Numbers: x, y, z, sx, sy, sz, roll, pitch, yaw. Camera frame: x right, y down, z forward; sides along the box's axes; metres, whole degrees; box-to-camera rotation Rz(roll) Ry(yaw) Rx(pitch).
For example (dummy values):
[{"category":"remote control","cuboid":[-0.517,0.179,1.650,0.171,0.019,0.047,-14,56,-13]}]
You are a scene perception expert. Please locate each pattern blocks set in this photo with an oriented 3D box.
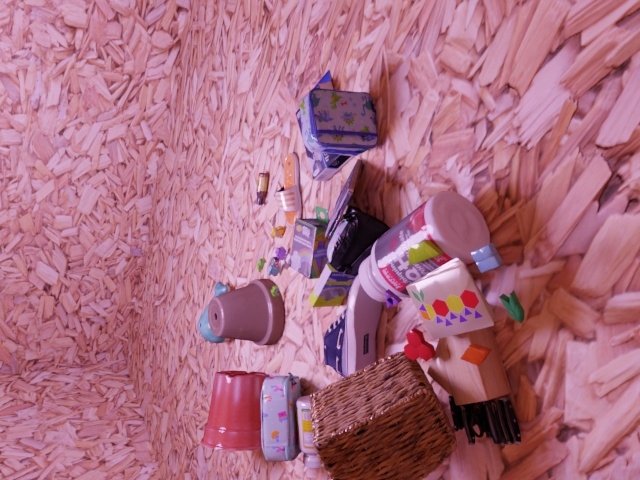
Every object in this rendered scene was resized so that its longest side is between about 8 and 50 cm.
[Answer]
[{"category":"pattern blocks set","cuboid":[0.272,0.132,1.101,0.325,0.026,0.285,-17,95,48]}]

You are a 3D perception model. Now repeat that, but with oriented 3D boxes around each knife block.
[{"category":"knife block","cuboid":[0.362,0.307,1.140,0.242,0.088,0.275,38,121,48]}]

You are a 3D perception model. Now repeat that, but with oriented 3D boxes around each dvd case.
[{"category":"dvd case","cuboid":[0.067,-0.125,1.500,0.221,0.018,0.164,-72,8,-55]}]

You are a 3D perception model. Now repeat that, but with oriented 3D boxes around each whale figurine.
[{"category":"whale figurine","cuboid":[-0.467,0.324,2.293,0.216,0.141,0.271,19,106,54]}]

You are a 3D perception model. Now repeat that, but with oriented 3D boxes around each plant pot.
[{"category":"plant pot","cuboid":[-0.317,0.649,2.003,0.273,0.273,0.264,-10,74,55]},{"category":"plant pot","cuboid":[-0.299,0.285,1.974,0.263,0.230,0.262,5,96,55]}]

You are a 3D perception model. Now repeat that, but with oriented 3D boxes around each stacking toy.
[{"category":"stacking toy","cuboid":[-0.159,0.080,1.915,0.167,0.052,0.221,56,131,41]}]

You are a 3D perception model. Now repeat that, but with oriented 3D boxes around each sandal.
[{"category":"sandal","cuboid":[-0.127,-0.183,1.845,0.102,0.076,0.264,-8,84,55]}]

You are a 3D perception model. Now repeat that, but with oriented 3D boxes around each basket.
[{"category":"basket","cuboid":[0.146,0.438,1.217,0.213,0.299,0.223,61,-177,-13]}]

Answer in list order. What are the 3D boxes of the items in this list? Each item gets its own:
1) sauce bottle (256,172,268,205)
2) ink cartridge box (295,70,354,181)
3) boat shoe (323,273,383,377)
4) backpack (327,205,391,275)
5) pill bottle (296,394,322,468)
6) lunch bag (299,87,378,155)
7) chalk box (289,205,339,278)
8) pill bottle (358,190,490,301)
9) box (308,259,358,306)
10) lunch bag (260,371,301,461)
[{"category":"sauce bottle","cuboid":[-0.233,-0.202,2.028,0.042,0.042,0.128,27,111,52]},{"category":"ink cartridge box","cuboid":[0.001,-0.375,1.669,0.165,0.065,0.332,-39,58,49]},{"category":"boat shoe","cuboid":[0.081,0.243,1.506,0.158,0.127,0.340,15,104,47]},{"category":"backpack","cuboid":[0.097,0.008,1.452,0.181,0.152,0.115,-60,7,12]},{"category":"pill bottle","cuboid":[-0.017,0.618,1.671,0.118,0.118,0.208,-9,84,55]},{"category":"lunch bag","cuboid":[0.056,-0.331,1.452,0.090,0.219,0.175,-15,78,61]},{"category":"chalk box","cuboid":[0.000,0.000,1.620,0.132,0.132,0.212,26,111,53]},{"category":"pill bottle","cuboid":[0.233,0.032,1.241,0.318,0.177,0.176,-43,57,48]},{"category":"box","cuboid":[0.044,0.130,1.575,0.042,0.109,0.178,61,137,40]},{"category":"lunch bag","cuboid":[-0.121,0.590,1.746,0.108,0.224,0.278,-5,77,12]}]
